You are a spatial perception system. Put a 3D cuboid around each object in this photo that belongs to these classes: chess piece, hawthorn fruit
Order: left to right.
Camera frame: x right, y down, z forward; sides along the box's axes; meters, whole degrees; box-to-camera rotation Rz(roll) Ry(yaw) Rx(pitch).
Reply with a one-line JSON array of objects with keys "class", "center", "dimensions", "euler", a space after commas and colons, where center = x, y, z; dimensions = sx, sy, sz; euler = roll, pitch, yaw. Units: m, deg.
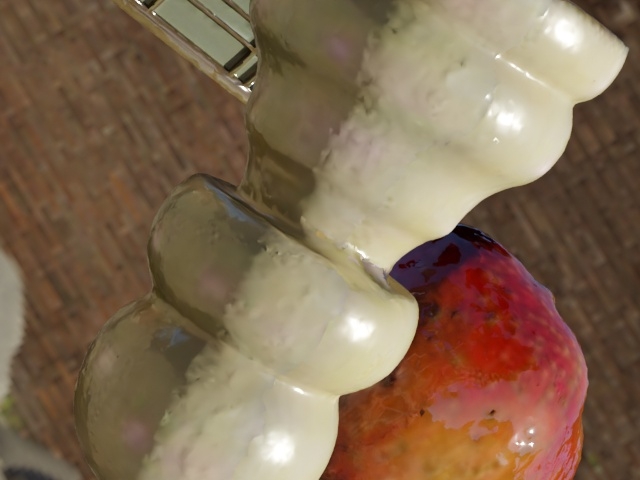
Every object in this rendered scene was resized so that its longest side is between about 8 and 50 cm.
[{"class": "chess piece", "center": [0.000, 0.000, 0.494], "dimensions": [0.094, 0.170, 0.094], "euler": [28, 4, -2]}, {"class": "hawthorn fruit", "center": [0.024, 0.083, 0.896], "dimensions": [0.179, 0.200, 0.179], "euler": [44, -23, 24]}]

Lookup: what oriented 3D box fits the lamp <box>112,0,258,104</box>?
[{"class": "lamp", "center": [-0.118, -0.192, 1.071], "dimensions": [0.325, 0.089, 0.090], "euler": [38, 20, -30]}]
